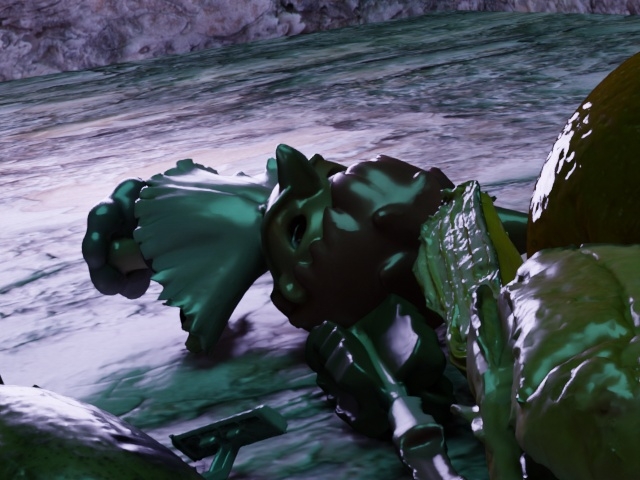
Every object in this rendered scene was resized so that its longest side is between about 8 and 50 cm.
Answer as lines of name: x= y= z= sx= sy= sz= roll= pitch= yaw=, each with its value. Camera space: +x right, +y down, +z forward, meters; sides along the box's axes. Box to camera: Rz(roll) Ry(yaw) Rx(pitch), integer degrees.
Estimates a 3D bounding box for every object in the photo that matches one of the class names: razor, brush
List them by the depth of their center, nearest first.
razor: x=-0.110 y=0.151 z=0.828 sx=0.084 sy=0.036 sz=0.211 roll=-25 pitch=3 yaw=43
brush: x=0.050 y=0.102 z=0.898 sx=0.084 sy=0.071 sz=0.301 roll=-18 pitch=16 yaw=-4

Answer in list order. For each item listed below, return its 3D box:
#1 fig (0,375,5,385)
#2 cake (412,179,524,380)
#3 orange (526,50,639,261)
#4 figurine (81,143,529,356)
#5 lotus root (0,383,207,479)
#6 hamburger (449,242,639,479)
fig: x=-0.257 y=0.117 z=0.804 sx=0.184 sy=0.133 sz=0.127 roll=-10 pitch=28 yaw=2
cake: x=0.092 y=0.040 z=0.947 sx=0.079 sy=0.185 sz=0.116 roll=-34 pitch=-25 yaw=26
orange: x=0.242 y=0.001 z=0.849 sx=0.264 sy=0.264 sz=0.264 roll=-4 pitch=14 yaw=1
figurine: x=0.000 y=0.000 z=1.124 sx=0.386 sy=0.166 sz=0.207 roll=0 pitch=31 yaw=32
lotus root: x=-0.099 y=0.144 z=0.619 sx=0.154 sy=0.154 sz=0.278 roll=-13 pitch=21 yaw=-32
hamburger: x=0.186 y=0.101 z=0.646 sx=0.330 sy=0.162 sz=0.209 roll=8 pitch=22 yaw=27
